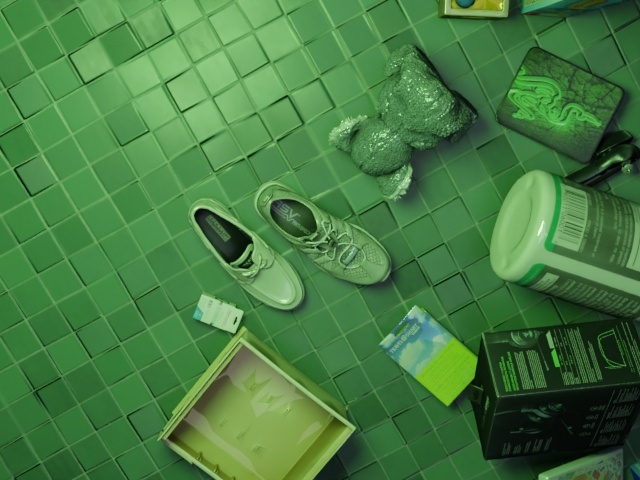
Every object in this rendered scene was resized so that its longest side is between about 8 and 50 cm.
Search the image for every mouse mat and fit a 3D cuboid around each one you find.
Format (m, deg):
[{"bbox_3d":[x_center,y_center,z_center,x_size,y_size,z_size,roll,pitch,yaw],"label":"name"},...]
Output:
[{"bbox_3d":[0.428,-0.242,1.597,0.189,0.007,0.153,27,95,5],"label":"mouse mat"}]

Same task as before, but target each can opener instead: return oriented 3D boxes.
[{"bbox_3d":[0.496,-0.123,1.618,0.186,0.073,0.059,-35,137,7],"label":"can opener"}]

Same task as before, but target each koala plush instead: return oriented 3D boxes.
[{"bbox_3d":[0.135,-0.195,1.534,0.221,0.203,0.196,-42,97,17],"label":"koala plush"}]

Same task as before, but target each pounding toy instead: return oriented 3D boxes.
[{"bbox_3d":[0.283,-0.449,1.530,0.141,0.100,0.130,2,99,-2],"label":"pounding toy"}]

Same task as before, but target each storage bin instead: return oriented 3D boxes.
[{"bbox_3d":[-0.121,0.341,1.632,0.262,0.123,0.260,39,96,-7],"label":"storage bin"}]

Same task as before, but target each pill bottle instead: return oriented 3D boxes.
[{"bbox_3d":[0.499,0.024,1.553,0.360,0.204,0.204,18,98,-10],"label":"pill bottle"}]

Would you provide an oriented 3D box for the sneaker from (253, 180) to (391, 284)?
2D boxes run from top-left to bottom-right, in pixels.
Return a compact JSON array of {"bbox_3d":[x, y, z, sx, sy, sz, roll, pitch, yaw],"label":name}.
[{"bbox_3d":[0.000,0.000,1.585,0.281,0.115,0.105,30,97,-6],"label":"sneaker"}]

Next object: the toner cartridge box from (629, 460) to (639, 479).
[{"bbox_3d":[0.697,0.592,1.675,0.075,0.165,0.348,-22,99,1],"label":"toner cartridge box"}]

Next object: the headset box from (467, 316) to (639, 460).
[{"bbox_3d":[0.404,0.267,1.571,0.282,0.131,0.246,-7,142,0],"label":"headset box"}]

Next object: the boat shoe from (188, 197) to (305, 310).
[{"bbox_3d":[-0.132,0.028,1.599,0.096,0.088,0.267,-40,98,4],"label":"boat shoe"}]

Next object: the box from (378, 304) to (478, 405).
[{"bbox_3d":[0.206,0.210,1.661,0.178,0.042,0.109,41,95,-7],"label":"box"}]

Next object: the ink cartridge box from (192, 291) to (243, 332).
[{"bbox_3d":[-0.187,0.133,1.644,0.083,0.028,0.048,22,98,-5],"label":"ink cartridge box"}]

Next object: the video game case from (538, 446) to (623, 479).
[{"bbox_3d":[0.489,0.508,1.658,0.226,0.026,0.207,-7,97,-37],"label":"video game case"}]

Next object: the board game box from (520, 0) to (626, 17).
[{"bbox_3d":[0.417,-0.524,1.419,0.086,0.308,0.302,4,99,-4],"label":"board game box"}]
